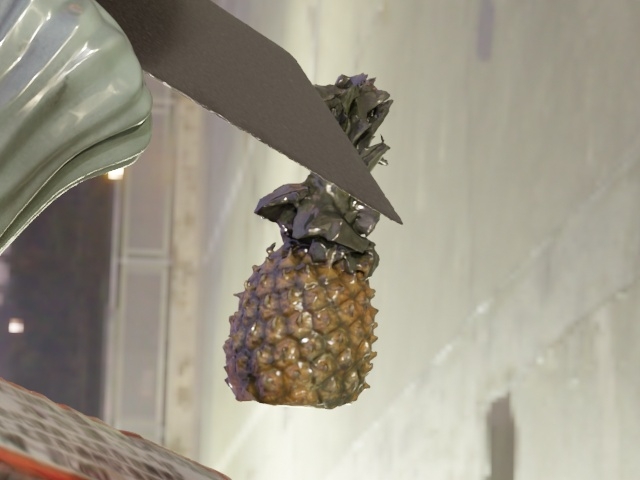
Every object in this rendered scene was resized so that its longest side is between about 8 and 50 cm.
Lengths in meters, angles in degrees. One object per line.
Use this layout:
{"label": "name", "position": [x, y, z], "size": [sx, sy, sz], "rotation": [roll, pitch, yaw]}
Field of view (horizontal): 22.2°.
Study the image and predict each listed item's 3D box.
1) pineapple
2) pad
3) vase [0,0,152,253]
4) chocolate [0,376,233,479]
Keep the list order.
{"label": "pineapple", "position": [0.000, 0.000, 1.193], "size": [0.125, 0.125, 0.251], "rotation": [-138, 56, -80]}
{"label": "pad", "position": [-0.063, -0.085, 0.614], "size": [0.003, 0.211, 0.143], "rotation": [-48, 38, 15]}
{"label": "vase", "position": [-0.104, -0.001, 0.391], "size": [0.148, 0.081, 0.081], "rotation": [-52, -11, -28]}
{"label": "chocolate", "position": [-0.220, 0.259, 1.027], "size": [0.341, 0.360, 0.161], "rotation": [-52, 40, 11]}
